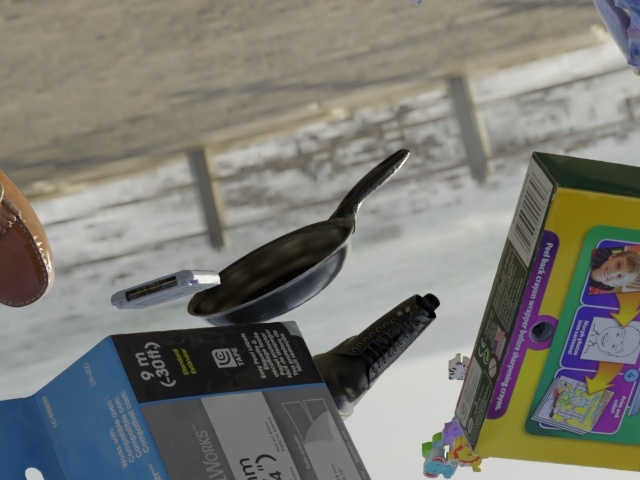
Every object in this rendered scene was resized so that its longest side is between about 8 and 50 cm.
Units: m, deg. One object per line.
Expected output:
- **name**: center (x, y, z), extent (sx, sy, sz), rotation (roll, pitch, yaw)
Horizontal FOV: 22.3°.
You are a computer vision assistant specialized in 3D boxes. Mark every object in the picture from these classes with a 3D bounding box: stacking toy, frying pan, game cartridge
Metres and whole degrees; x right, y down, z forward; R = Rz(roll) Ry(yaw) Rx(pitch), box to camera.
- **stacking toy**: center (0.172, 0.281, 2.201), extent (0.052, 0.167, 0.221), rotation (14, 133, -8)
- **frying pan**: center (-0.025, 0.010, 1.766), extent (0.197, 0.053, 0.326), rotation (-20, -164, 30)
- **game cartridge**: center (-0.131, 0.042, 1.390), extent (0.083, 0.017, 0.056), rotation (-18, 167, 23)

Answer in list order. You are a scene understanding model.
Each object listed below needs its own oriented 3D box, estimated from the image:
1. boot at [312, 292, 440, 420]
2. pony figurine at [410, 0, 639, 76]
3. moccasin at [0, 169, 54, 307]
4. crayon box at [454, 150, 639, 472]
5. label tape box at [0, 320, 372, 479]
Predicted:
- **boot**: center (0.059, 0.119, 1.798), extent (0.137, 0.077, 0.198), rotation (-39, -175, 18)
- **pony figurine**: center (0.290, -0.364, 1.788), extent (0.303, 0.363, 0.351), rotation (-25, -156, 54)
- **moccasin**: center (-0.450, -0.067, 1.960), extent (0.139, 0.380, 0.147), rotation (-26, -154, 3)
- **crayon box**: center (0.360, 0.095, 1.931), extent (0.313, 0.363, 0.106), rotation (7, -155, -15)
- **label tape box**: center (-0.131, 0.210, 1.537), extent (0.334, 0.240, 0.106), rotation (-3, 143, -38)
